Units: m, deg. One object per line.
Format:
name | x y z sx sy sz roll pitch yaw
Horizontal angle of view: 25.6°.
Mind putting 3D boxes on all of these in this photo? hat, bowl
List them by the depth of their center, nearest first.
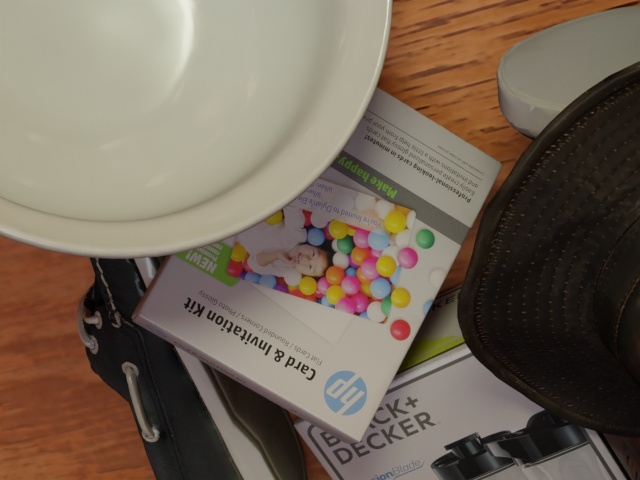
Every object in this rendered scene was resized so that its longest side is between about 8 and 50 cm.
hat | 0.240 0.048 0.698 0.331 0.134 0.331 -6 137 -5
bowl | -0.122 -0.127 0.742 0.298 0.298 0.134 36 161 -9

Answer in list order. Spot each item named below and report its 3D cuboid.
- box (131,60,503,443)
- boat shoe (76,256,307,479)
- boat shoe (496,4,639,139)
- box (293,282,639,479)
box | 0.000 0.000 0.808 0.145 0.038 0.186 31 77 -8
boat shoe | -0.103 0.068 0.886 0.091 0.114 0.302 -18 112 12
boat shoe | 0.248 -0.063 0.759 0.306 0.113 0.105 -5 130 -2
box | 0.130 0.172 0.911 0.169 0.087 0.290 -26 110 21
